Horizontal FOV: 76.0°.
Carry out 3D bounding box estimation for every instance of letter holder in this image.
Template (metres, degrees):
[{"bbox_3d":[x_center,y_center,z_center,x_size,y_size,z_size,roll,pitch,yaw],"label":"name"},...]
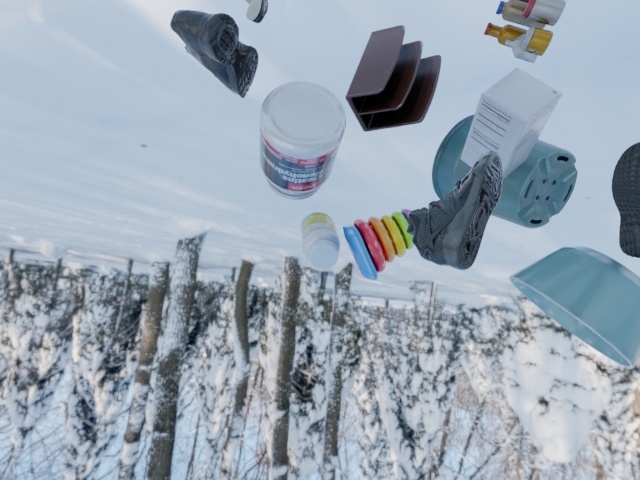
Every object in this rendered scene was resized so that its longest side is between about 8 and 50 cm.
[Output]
[{"bbox_3d":[0.240,-0.513,1.277,0.214,0.301,0.152,3,151,34],"label":"letter holder"}]

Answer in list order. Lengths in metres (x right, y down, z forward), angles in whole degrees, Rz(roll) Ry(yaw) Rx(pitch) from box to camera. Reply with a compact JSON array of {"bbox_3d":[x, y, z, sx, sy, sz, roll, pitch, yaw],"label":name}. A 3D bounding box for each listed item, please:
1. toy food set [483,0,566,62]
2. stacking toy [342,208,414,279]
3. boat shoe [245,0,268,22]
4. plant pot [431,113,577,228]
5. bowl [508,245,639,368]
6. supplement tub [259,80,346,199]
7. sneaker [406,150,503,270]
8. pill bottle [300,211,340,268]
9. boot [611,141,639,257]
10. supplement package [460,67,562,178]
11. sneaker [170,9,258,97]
[{"bbox_3d":[0.373,-0.410,0.768,0.105,0.111,0.232,22,-145,10],"label":"toy food set"},{"bbox_3d":[0.228,-0.025,1.158,0.302,0.165,0.175,-24,-175,0],"label":"stacking toy"},{"bbox_3d":[-0.123,-0.466,0.816,0.049,0.133,0.042,-39,132,26],"label":"boat shoe"},{"bbox_3d":[0.614,-0.215,1.359,0.341,0.341,0.334,12,-161,-34],"label":"plant pot"},{"bbox_3d":[0.629,0.128,0.965,0.311,0.163,0.311,38,-174,-4],"label":"bowl"},{"bbox_3d":[-0.052,-0.229,0.998,0.191,0.191,0.272,6,161,-6],"label":"supplement tub"},{"bbox_3d":[0.226,-0.060,0.703,0.130,0.227,0.087,10,156,48],"label":"sneaker"},{"bbox_3d":[0.000,0.000,1.283,0.118,0.117,0.208,7,-154,-9],"label":"pill bottle"},{"bbox_3d":[0.670,-0.098,0.851,0.083,0.246,0.161,8,-152,44],"label":"boot"},{"bbox_3d":[0.487,-0.292,1.074,0.134,0.139,0.244,46,163,25],"label":"supplement package"},{"bbox_3d":[-0.227,-0.421,0.915,0.130,0.109,0.286,23,176,9],"label":"sneaker"}]
